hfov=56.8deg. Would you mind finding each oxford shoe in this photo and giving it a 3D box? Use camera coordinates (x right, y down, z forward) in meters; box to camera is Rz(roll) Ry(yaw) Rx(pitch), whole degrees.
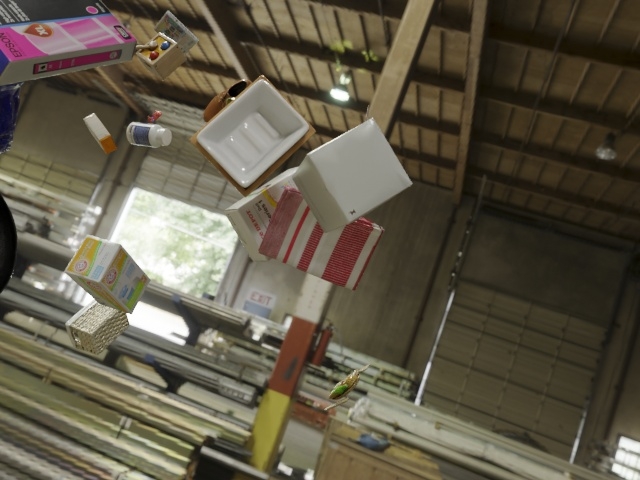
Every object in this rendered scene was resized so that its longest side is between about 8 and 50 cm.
[{"bbox_3d":[-0.325,-0.480,2.019,0.076,0.212,0.076,50,9,-1],"label":"oxford shoe"}]

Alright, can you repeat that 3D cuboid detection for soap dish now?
[{"bbox_3d":[-0.195,-0.298,1.716,0.229,0.291,0.118,46,-12,-2],"label":"soap dish"}]

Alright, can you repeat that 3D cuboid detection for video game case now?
[{"bbox_3d":[-0.533,-0.759,2.179,0.143,0.019,0.157,42,-24,-22],"label":"video game case"}]

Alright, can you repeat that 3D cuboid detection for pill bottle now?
[{"bbox_3d":[-0.502,-0.309,1.738,0.120,0.067,0.067,10,-12,19],"label":"pill bottle"}]

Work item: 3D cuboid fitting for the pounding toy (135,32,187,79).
[{"bbox_3d":[-0.545,-0.614,1.941,0.141,0.130,0.100,37,-13,32],"label":"pounding toy"}]

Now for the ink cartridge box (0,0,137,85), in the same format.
[{"bbox_3d":[-0.573,-0.408,1.179,0.176,0.371,0.069,48,-43,10],"label":"ink cartridge box"}]

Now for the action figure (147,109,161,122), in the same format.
[{"bbox_3d":[-0.564,-0.423,2.012,0.030,0.038,0.115,49,-18,-22],"label":"action figure"}]

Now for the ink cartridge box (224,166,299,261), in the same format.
[{"bbox_3d":[-0.139,-0.085,1.933,0.117,0.278,0.201,-1,-58,61],"label":"ink cartridge box"}]

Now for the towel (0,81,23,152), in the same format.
[{"bbox_3d":[-0.828,-0.360,1.517,0.076,0.308,0.227,20,17,-4],"label":"towel"}]

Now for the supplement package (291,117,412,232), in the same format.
[{"bbox_3d":[0.063,-0.142,1.399,0.177,0.175,0.293,59,-10,-3],"label":"supplement package"}]

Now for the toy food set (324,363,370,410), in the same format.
[{"bbox_3d":[0.079,0.472,1.947,0.038,0.192,0.132,50,-52,-3],"label":"toy food set"}]

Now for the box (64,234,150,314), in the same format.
[{"bbox_3d":[-0.535,0.089,1.501,0.103,0.114,0.203,15,-27,15],"label":"box"}]

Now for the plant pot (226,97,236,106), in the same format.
[{"bbox_3d":[-0.243,-0.426,1.880,0.083,0.079,0.083,43,-31,34],"label":"plant pot"}]

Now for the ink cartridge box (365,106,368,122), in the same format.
[{"bbox_3d":[0.146,-0.346,2.092,0.056,0.224,0.181,-2,26,8],"label":"ink cartridge box"}]

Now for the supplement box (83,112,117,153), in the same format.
[{"bbox_3d":[-0.610,-0.296,1.640,0.098,0.036,0.062,50,-18,20],"label":"supplement box"}]

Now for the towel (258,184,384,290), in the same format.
[{"bbox_3d":[0.000,0.000,1.801,0.329,0.237,0.037,23,21,-4],"label":"towel"}]

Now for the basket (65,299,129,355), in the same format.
[{"bbox_3d":[-0.703,0.267,1.882,0.103,0.167,0.113,16,-50,21],"label":"basket"}]

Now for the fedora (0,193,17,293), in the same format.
[{"bbox_3d":[-0.784,0.005,1.181,0.334,0.334,0.152,23,-4,-14],"label":"fedora"}]
